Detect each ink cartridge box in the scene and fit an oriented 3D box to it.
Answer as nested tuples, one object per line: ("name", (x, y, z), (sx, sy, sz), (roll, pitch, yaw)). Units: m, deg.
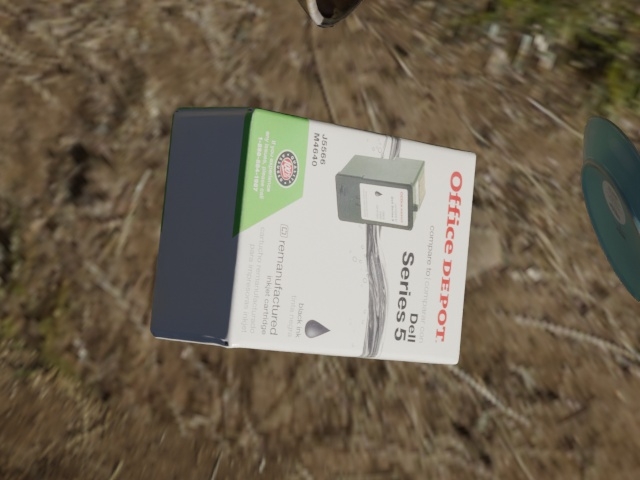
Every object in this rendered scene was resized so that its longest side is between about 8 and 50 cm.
("ink cartridge box", (0.000, 0.000, 1.603), (0.273, 0.115, 0.198), (7, 87, -42))

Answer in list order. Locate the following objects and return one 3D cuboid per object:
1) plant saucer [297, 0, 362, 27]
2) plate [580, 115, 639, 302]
("plant saucer", (0.042, -0.232, 0.690), (0.050, 0.310, 0.310), (24, 98, 6))
("plate", (0.247, -0.009, 1.478), (0.024, 0.188, 0.188), (-23, 97, -6))
